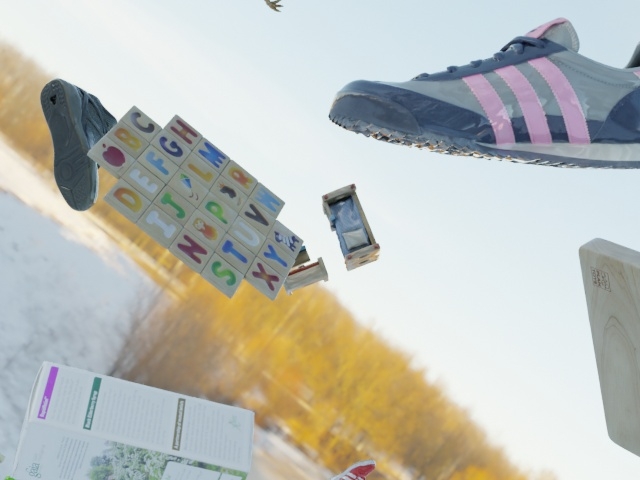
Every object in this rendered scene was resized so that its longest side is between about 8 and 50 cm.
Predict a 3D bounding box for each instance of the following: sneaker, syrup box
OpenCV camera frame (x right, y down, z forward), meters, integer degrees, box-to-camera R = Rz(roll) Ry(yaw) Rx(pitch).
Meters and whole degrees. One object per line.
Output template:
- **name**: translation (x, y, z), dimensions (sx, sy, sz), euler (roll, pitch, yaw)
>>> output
- **sneaker**: translation (0.058, 0.458, 2.007), dimensions (0.042, 0.118, 0.067), euler (47, 14, -46)
- **sneaker**: translation (-0.390, -0.156, 1.822), dimensions (0.130, 0.087, 0.228), euler (9, 60, -57)
- **syrup box**: translation (-0.198, 0.216, 1.154), dimensions (0.237, 0.093, 0.096), euler (16, 34, -11)
- **sneaker**: translation (0.164, -0.136, 0.959), dimensions (0.319, 0.131, 0.112), euler (4, 3, -16)

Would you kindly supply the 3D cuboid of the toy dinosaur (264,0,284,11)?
- **toy dinosaur**: translation (-0.102, -0.479, 2.000), dimensions (0.112, 0.211, 0.064), euler (108, -26, -65)

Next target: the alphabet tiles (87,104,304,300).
- **alphabet tiles**: translation (-0.179, -0.060, 1.627), dimensions (0.342, 0.011, 0.285), euler (39, 33, -8)

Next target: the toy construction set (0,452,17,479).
- **toy construction set**: translation (-0.673, 0.515, 1.994), dimensions (0.215, 0.328, 0.151), euler (30, -15, 7)

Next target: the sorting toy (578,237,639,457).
- **sorting toy**: translation (0.394, 0.129, 1.066), dimensions (0.255, 0.089, 0.257), euler (26, -41, 53)

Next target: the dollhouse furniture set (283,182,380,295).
- **dollhouse furniture set**: translation (0.000, 0.000, 1.954), dimensions (0.129, 0.183, 0.129), euler (83, -14, -79)
